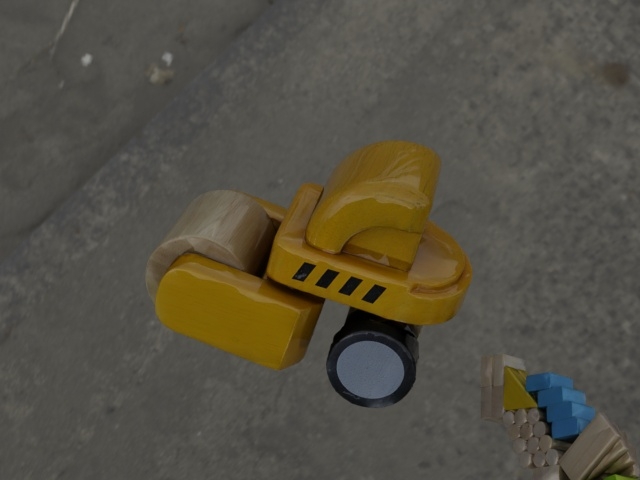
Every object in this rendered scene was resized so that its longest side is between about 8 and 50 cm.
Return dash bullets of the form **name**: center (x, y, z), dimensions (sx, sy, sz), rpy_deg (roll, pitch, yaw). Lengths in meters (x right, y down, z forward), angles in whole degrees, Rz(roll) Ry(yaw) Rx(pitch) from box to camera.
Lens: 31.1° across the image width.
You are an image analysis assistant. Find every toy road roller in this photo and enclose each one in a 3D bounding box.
- **toy road roller**: center (0.000, 0.000, 1.230), dimensions (0.329, 0.240, 0.202), rpy_deg (18, 27, 2)

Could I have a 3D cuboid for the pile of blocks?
- **pile of blocks**: center (0.323, 0.259, 1.395), dimensions (0.113, 0.149, 0.362), rpy_deg (18, 29, -34)
